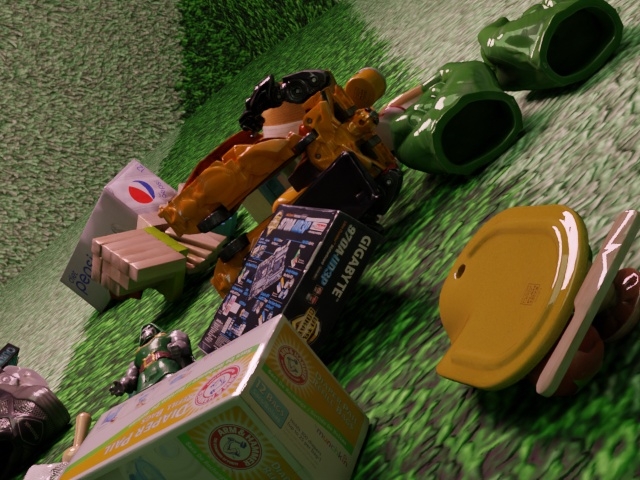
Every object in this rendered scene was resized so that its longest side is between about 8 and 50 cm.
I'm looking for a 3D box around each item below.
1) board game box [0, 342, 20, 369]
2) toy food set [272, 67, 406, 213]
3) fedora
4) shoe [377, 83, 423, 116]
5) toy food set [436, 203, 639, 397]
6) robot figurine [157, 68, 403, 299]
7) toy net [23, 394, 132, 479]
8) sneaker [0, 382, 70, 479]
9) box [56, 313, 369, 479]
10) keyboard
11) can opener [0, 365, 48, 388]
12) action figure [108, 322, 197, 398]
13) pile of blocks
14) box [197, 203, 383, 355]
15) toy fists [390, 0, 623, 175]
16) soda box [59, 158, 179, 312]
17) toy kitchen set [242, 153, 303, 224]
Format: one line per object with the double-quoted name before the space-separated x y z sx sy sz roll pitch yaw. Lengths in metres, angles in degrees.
"board game box" -0.528 0.254 1.737 0.186 0.026 0.126 -57 -10 -60
"toy food set" 0.041 -0.107 1.357 0.232 0.111 0.104 -62 -7 34
"fedora" -0.024 -0.174 1.467 0.194 0.079 0.194 -15 13 3
"shoe" 0.093 -0.147 1.514 0.219 0.058 0.076 -30 -4 19
"toy food set" 0.148 0.048 0.724 0.128 0.071 0.218 -65 15 -6
"robot figurine" -0.041 -0.061 1.282 0.291 0.211 0.085 -37 -2 26
"toy net" -0.220 0.214 1.189 0.232 0.045 0.122 -47 34 -22
"sneaker" -0.432 0.255 1.487 0.227 0.087 0.130 -9 26 51
"box" -0.082 0.160 0.836 0.203 0.114 0.103 -30 16 28
"keyboard" 0.000 0.000 1.222 0.038 0.100 0.192 6 -45 -50
"can opener" -0.495 0.287 1.645 0.283 0.076 0.095 -57 -10 -51
"action figure" -0.159 0.142 1.126 0.137 0.063 0.232 -35 24 2
"pile of blocks" -0.208 0.019 1.697 0.362 0.149 0.112 -45 -31 -60
"box" -0.037 0.053 1.086 0.175 0.051 0.220 -61 16 -6
"toy fists" 0.194 -0.175 1.242 0.279 0.096 0.142 -42 13 -7
"soda box" -0.338 -0.002 1.886 0.091 0.098 0.286 -52 0 -43
"toy kitchen set" -0.020 -0.129 1.590 0.166 0.122 0.207 -32 15 25
